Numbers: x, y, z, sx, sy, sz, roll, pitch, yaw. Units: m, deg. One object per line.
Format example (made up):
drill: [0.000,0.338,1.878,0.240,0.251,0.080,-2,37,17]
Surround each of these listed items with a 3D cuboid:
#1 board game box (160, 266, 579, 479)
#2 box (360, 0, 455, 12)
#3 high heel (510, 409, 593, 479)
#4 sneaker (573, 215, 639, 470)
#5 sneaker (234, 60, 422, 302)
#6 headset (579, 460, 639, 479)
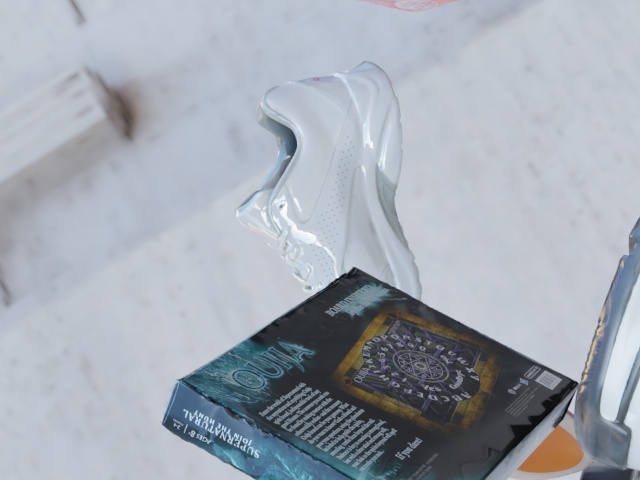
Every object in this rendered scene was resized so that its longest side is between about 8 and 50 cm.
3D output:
board game box: [0.028,0.072,0.852,0.126,0.026,0.186,28,-156,17]
box: [0.073,-0.348,1.536,0.142,0.154,0.300,7,-99,-37]
high heel: [0.118,0.125,1.616,0.244,0.082,0.117,16,-156,-20]
sneaker: [0.347,-0.019,1.118,0.257,0.447,0.169,31,173,15]
sneaker: [0.000,0.000,1.295,0.090,0.115,0.232,160,102,-74]
headset: [0.267,0.372,1.651,0.243,0.185,0.394,75,-157,-44]
